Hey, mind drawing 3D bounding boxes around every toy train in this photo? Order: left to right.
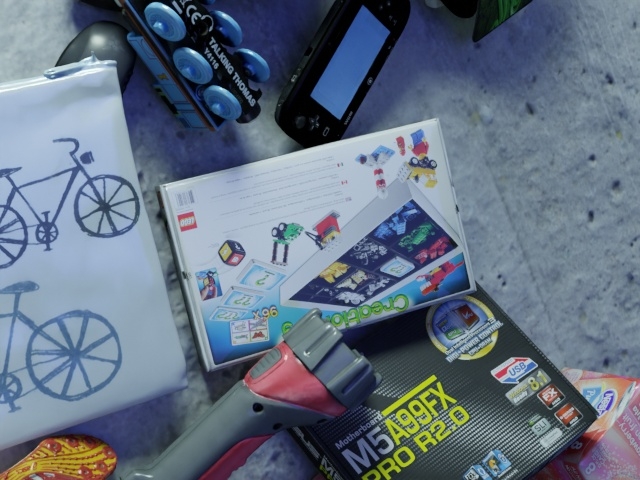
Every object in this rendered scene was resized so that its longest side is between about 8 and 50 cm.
[{"bbox_3d":[-0.127,-0.184,0.998,0.080,0.105,0.184,-56,130,-27],"label":"toy train"}]

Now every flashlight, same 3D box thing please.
[{"bbox_3d":[-0.081,0.202,1.005,0.304,0.103,0.103,-44,65,-3],"label":"flashlight"}]

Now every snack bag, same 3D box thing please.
[{"bbox_3d":[-0.305,0.026,0.942,0.323,0.037,0.343,-16,102,-24],"label":"snack bag"}]

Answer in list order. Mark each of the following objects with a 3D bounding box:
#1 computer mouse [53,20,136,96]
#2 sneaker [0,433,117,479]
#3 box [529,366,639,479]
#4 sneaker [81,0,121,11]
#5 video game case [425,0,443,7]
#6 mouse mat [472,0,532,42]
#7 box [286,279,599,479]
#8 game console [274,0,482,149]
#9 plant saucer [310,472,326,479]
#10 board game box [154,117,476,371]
[{"bbox_3d":[-0.238,-0.102,0.994,0.071,0.041,0.242,24,79,-26],"label":"computer mouse"},{"bbox_3d":[-0.263,0.230,0.959,0.064,0.067,0.175,48,39,18],"label":"sneaker"},{"bbox_3d":[0.372,0.312,1.243,0.142,0.154,0.300,-43,109,-22],"label":"box"},{"bbox_3d":[-0.127,-0.317,1.039,0.270,0.090,0.145,-10,64,-8],"label":"sneaker"},{"bbox_3d":[0.184,-0.389,1.186,0.183,0.023,0.201,-28,128,-26],"label":"video game case"},{"bbox_3d":[0.225,-0.330,1.179,0.152,0.007,0.190,-39,149,-37],"label":"mouse mat"},{"bbox_3d":[0.124,0.187,1.106,0.270,0.060,0.216,-30,67,-25],"label":"box"},{"bbox_3d":[0.076,-0.253,1.113,0.213,0.044,0.361,31,89,-45],"label":"game console"},{"bbox_3d":[0.094,0.390,1.135,0.332,0.084,0.332,0,89,-28],"label":"plant saucer"},{"bbox_3d":[0.000,0.000,1.083,0.305,0.053,0.193,-15,96,-17],"label":"board game box"}]
